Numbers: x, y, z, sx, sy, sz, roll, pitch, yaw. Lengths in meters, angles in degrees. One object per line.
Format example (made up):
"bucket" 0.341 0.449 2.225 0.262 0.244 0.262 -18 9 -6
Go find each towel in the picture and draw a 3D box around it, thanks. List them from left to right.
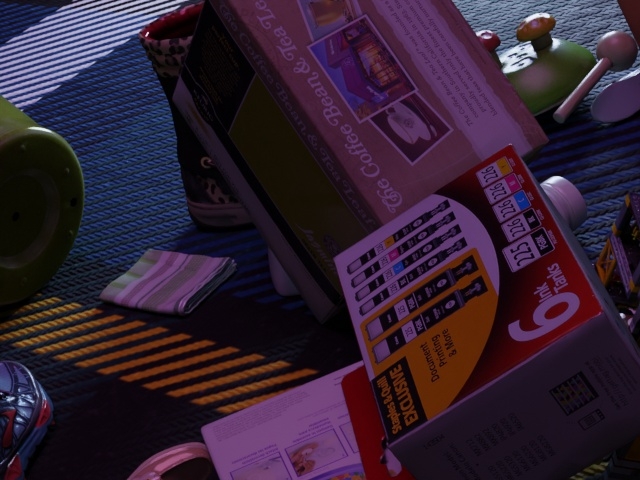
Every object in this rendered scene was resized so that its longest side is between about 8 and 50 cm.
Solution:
"towel" -0.192 0.049 2.100 0.152 0.023 0.113 7 37 39

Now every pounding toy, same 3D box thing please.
"pounding toy" 0.275 -0.238 2.188 0.183 0.110 0.237 -37 20 -26

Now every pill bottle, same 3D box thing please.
"pill bottle" 0.231 -0.013 1.901 0.137 0.078 0.078 -32 31 -23

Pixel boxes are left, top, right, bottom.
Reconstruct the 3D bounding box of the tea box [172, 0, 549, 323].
"tea box" 0.029 -0.134 1.842 0.220 0.329 0.323 -31 -9 -20

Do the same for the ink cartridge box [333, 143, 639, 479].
"ink cartridge box" 0.119 0.096 1.458 0.272 0.130 0.309 -33 28 9

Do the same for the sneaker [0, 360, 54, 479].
"sneaker" -0.365 0.195 1.839 0.104 0.125 0.262 -14 29 8

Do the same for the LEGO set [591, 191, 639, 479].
"LEGO set" 0.354 0.114 1.557 0.255 0.192 0.331 5 39 -17

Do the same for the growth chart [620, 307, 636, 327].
"growth chart" 0.338 0.096 1.708 0.237 0.021 0.172 -18 29 -4

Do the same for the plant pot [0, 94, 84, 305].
"plant pot" -0.512 -0.077 2.218 0.353 0.366 0.366 19 44 32

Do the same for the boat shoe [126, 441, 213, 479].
"boat shoe" -0.175 0.266 1.676 0.170 0.063 0.059 -33 33 -7

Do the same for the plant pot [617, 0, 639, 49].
"plant pot" 0.493 -0.365 2.191 0.275 0.243 0.275 -14 29 8

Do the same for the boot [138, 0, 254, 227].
"boot" -0.030 -0.179 2.127 0.377 0.284 0.138 -10 30 17

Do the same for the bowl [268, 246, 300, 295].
"bowl" 0.000 0.000 2.043 0.142 0.053 0.142 -18 28 3

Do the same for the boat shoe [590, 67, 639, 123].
"boat shoe" 0.402 -0.191 2.156 0.142 0.049 0.040 -34 -4 -13

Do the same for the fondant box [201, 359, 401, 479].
"fondant box" 0.045 0.243 1.547 0.238 0.096 0.330 -22 28 -6
